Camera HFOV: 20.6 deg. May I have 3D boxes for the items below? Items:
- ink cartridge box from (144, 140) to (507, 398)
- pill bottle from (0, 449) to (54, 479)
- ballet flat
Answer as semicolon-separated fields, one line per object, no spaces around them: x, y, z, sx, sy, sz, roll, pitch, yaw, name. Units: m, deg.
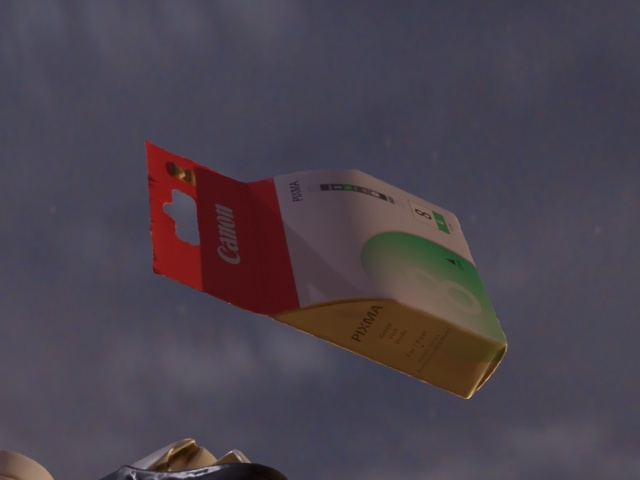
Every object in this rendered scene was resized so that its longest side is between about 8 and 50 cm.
0.000;0.000;1.138;0.224;0.181;0.056;25;-67;-20;ink cartridge box
-0.282;0.270;1.448;0.112;0.187;0.112;7;-43;6;pill bottle
-0.090;0.189;1.216;0.095;0.096;0.280;50;-23;-14;ballet flat
